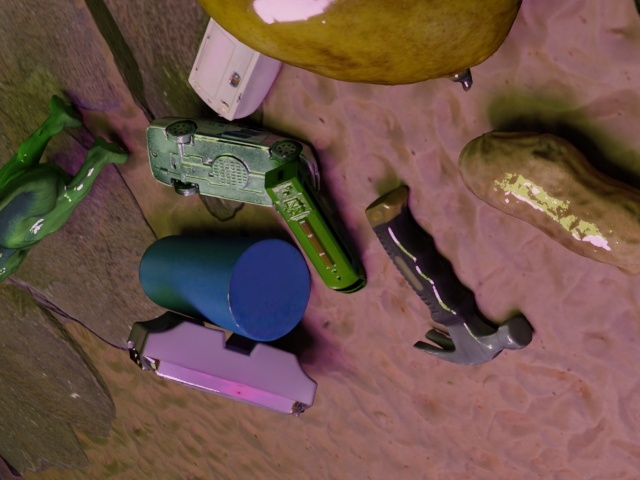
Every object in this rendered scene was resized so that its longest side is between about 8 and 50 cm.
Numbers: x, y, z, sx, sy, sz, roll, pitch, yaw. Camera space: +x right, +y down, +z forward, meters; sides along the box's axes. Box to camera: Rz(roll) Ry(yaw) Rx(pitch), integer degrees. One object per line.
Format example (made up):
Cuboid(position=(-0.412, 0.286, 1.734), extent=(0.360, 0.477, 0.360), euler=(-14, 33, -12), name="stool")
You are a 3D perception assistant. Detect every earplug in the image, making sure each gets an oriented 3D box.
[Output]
Cuboid(position=(-0.150, 0.051, 1.592), extent=(0.273, 0.132, 0.132), euler=(7, 129, 50), name="earplug")

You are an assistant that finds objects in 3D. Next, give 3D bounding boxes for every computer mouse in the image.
Cuboid(position=(-0.093, -0.216, 1.325), extent=(0.102, 0.045, 0.199), euler=(43, 146, 8), name="computer mouse")

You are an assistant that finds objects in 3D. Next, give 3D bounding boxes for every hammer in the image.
Cuboid(position=(0.127, 0.045, 1.340), extent=(0.226, 0.041, 0.159), euler=(55, 144, -10), name="hammer")

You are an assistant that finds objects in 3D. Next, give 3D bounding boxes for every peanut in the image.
Cuboid(position=(0.224, -0.041, 1.099), extent=(0.214, 0.099, 0.099), euler=(38, 145, 19), name="peanut")

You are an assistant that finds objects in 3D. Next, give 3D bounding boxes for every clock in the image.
Cuboid(position=(-0.139, 0.162, 1.603), extent=(0.253, 0.083, 0.186), euler=(18, 175, -15), name="clock")

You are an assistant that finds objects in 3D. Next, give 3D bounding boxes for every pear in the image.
Cuboid(position=(0.035, -0.258, 0.951), extent=(0.287, 0.287, 0.375), euler=(5, 145, 46), name="pear")

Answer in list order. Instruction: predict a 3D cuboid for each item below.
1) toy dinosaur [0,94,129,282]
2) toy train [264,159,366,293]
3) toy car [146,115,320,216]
Cuboid(position=(-0.451, -0.015, 1.617), extent=(0.144, 0.500, 0.374), euler=(42, 112, -4), name="toy dinosaur")
Cuboid(position=(0.000, 0.000, 1.396), extent=(0.044, 0.042, 0.209), euler=(-21, 125, 17), name="toy train")
Cuboid(position=(-0.102, -0.098, 1.425), extent=(0.224, 0.076, 0.090), euler=(12, 128, 17), name="toy car")
